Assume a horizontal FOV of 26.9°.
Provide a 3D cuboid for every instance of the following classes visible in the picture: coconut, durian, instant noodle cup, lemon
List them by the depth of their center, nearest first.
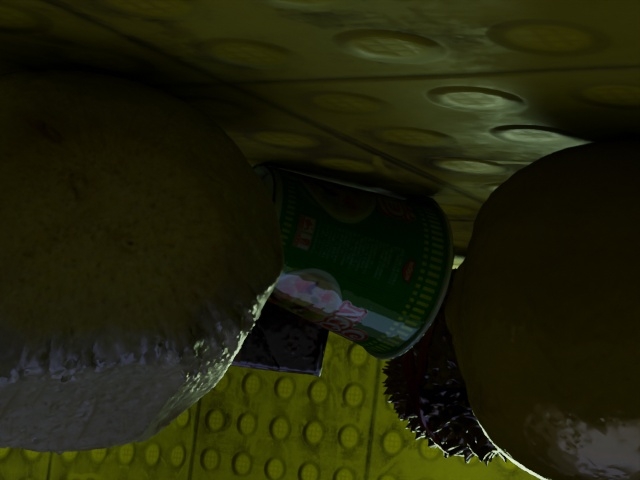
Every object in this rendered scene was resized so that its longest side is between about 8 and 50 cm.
[{"bbox_3d":[0.282,0.070,1.197,0.347,0.348,0.348,7,173,1],"label":"lemon"},{"bbox_3d":[-0.231,0.026,1.248,0.415,0.345,0.415,5,170,1],"label":"coconut"},{"bbox_3d":[0.006,0.011,1.582,0.232,0.207,0.207,20,168,-25],"label":"instant noodle cup"},{"bbox_3d":[0.284,0.198,2.145,0.384,0.348,0.347,-24,164,15],"label":"durian"}]

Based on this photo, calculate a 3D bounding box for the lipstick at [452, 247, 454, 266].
[{"bbox_3d":[0.137,0.021,2.035,0.130,0.038,0.038,7,173,-2],"label":"lipstick"}]

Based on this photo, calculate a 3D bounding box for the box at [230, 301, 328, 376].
[{"bbox_3d":[-0.182,0.077,2.051,0.415,0.116,0.264,7,-157,2],"label":"box"}]
